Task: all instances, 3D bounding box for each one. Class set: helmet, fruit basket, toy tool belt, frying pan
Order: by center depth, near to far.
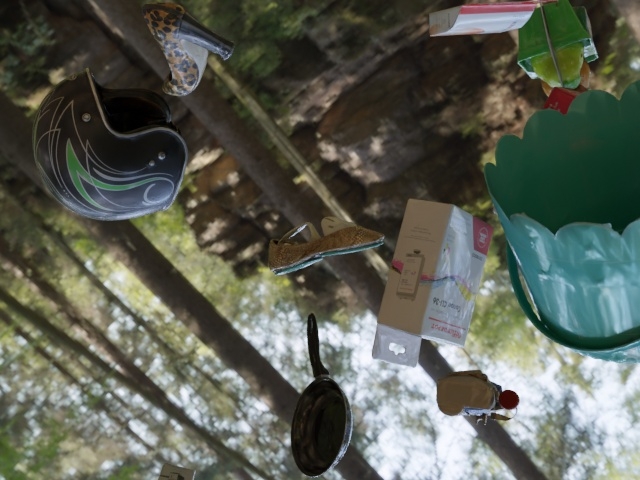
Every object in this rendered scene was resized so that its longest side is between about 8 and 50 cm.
[{"bbox_3d":[0.157,0.154,0.820,0.083,0.051,0.052,1,-104,24],"label":"toy tool belt"},{"bbox_3d":[-0.246,-0.107,0.956,0.169,0.162,0.169,-27,-120,60],"label":"helmet"},{"bbox_3d":[-0.012,0.331,1.716,0.197,0.053,0.326,-54,-146,28],"label":"frying pan"},{"bbox_3d":[0.554,-0.338,1.831,0.166,0.352,0.327,-22,172,21],"label":"fruit basket"}]

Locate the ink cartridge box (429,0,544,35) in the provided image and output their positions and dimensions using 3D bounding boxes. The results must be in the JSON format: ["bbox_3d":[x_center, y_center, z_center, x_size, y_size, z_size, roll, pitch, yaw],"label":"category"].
[{"bbox_3d":[0.284,-0.368,1.384,0.146,0.045,0.179,-7,-167,-18],"label":"ink cartridge box"}]

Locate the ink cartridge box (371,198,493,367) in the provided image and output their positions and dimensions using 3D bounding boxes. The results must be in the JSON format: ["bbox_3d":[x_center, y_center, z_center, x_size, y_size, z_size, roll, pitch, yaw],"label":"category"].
[{"bbox_3d":[0.137,0.061,1.013,0.067,0.115,0.198,11,-96,39],"label":"ink cartridge box"}]

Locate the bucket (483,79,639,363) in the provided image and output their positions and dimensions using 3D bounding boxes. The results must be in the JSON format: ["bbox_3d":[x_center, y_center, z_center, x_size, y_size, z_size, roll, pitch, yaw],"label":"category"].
[{"bbox_3d":[0.314,-0.021,0.842,0.281,0.183,0.281,-19,-152,10],"label":"bucket"}]

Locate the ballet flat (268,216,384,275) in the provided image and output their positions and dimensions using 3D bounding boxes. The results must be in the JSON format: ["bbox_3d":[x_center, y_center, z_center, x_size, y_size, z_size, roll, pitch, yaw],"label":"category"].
[{"bbox_3d":[0.000,0.000,1.288,0.206,0.067,0.073,-17,176,28],"label":"ballet flat"}]

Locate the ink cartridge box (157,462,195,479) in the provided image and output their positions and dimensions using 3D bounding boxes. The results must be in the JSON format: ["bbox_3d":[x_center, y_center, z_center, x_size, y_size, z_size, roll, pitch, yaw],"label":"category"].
[{"bbox_3d":[-0.239,0.419,1.311,0.135,0.056,0.099,-174,-81,-85],"label":"ink cartridge box"}]

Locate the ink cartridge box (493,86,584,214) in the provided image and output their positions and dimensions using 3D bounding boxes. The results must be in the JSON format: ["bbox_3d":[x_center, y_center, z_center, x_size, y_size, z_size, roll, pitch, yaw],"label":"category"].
[{"bbox_3d":[0.444,-0.064,1.241,0.306,0.131,0.226,39,-65,39],"label":"ink cartridge box"}]

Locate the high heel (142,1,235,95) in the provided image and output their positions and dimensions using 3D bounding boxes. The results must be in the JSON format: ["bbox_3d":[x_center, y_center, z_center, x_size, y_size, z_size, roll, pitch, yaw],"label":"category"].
[{"bbox_3d":[-0.311,-0.384,1.674,0.261,0.186,0.093,-23,-131,51],"label":"high heel"}]
